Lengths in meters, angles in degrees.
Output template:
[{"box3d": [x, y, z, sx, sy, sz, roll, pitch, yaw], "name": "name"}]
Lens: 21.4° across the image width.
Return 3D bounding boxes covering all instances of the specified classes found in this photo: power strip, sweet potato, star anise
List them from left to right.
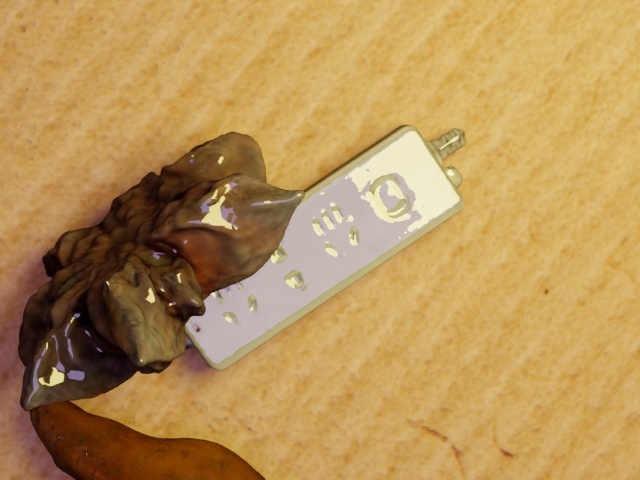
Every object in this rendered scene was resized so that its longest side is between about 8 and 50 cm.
[{"box3d": [-0.148, 0.028, 1.452, 0.315, 0.315, 0.108, -39, 109, -1], "name": "star anise"}, {"box3d": [-0.112, 0.239, 1.553, 0.359, 0.112, 0.112, 28, 91, -5], "name": "sweet potato"}, {"box3d": [0.000, 0.000, 1.575, 0.338, 0.058, 0.098, -34, 94, -2], "name": "power strip"}]
